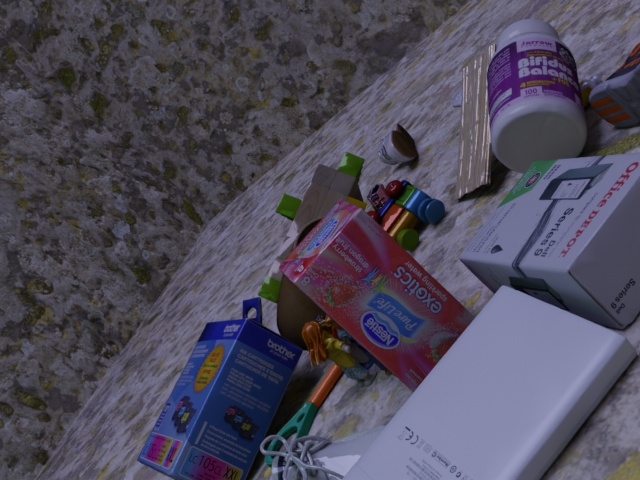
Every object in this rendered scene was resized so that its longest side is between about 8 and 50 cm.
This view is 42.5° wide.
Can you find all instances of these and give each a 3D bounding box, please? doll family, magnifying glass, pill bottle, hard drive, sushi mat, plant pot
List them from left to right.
[{"bbox_3d":[-0.029,0.330,1.554,0.231,0.026,0.092,-52,15,-22],"label":"magnifying glass"},{"bbox_3d":[0.010,0.116,1.683,0.254,0.237,0.237,-55,4,49],"label":"plant pot"},{"bbox_3d":[0.060,0.176,1.430,0.263,0.163,0.118,-28,23,51],"label":"doll family"},{"bbox_3d":[0.328,-0.249,1.744,0.151,0.019,0.317,141,137,-71],"label":"sushi mat"},{"bbox_3d":[0.200,0.229,1.037,0.353,0.047,0.233,-49,28,-8],"label":"hard drive"},{"bbox_3d":[0.400,-0.282,1.548,0.169,0.169,0.302,-36,34,37],"label":"pill bottle"},{"bbox_3d":[0.514,-0.285,1.610,0.083,0.043,0.043,-44,15,9],"label":"pill bottle"}]

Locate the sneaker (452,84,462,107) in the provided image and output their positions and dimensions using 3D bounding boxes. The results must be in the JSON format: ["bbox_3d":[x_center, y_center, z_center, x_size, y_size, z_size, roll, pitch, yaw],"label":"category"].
[{"bbox_3d":[0.403,-0.307,1.830,0.210,0.137,0.366,-47,18,42],"label":"sneaker"}]

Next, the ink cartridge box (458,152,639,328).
[{"bbox_3d":[0.359,-0.008,1.155,0.211,0.121,0.289,-50,15,-11],"label":"ink cartridge box"}]

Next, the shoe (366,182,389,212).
[{"bbox_3d":[0.151,-0.078,2.012,0.063,0.081,0.178,-41,16,22],"label":"shoe"}]

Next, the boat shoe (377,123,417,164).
[{"bbox_3d":[0.207,-0.251,2.303,0.096,0.098,0.277,-43,6,17],"label":"boat shoe"}]

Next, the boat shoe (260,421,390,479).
[{"bbox_3d":[-0.024,0.352,1.215,0.367,0.156,0.136,-40,16,25],"label":"boat shoe"}]

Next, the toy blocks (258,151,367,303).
[{"bbox_3d":[0.000,0.000,1.972,0.261,0.190,0.382,60,-127,-73],"label":"toy blocks"}]

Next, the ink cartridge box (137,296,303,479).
[{"bbox_3d":[-0.196,0.313,1.694,0.270,0.151,0.396,-17,43,63],"label":"ink cartridge box"}]

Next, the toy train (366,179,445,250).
[{"bbox_3d":[0.161,-0.009,1.812,0.248,0.105,0.143,-53,32,-5],"label":"toy train"}]

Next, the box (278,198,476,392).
[{"bbox_3d":[0.099,0.094,1.264,0.154,0.300,0.142,-46,14,-1],"label":"box"}]

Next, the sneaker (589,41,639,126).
[{"bbox_3d":[0.574,-0.297,1.311,0.180,0.124,0.321,-51,15,-12],"label":"sneaker"}]
